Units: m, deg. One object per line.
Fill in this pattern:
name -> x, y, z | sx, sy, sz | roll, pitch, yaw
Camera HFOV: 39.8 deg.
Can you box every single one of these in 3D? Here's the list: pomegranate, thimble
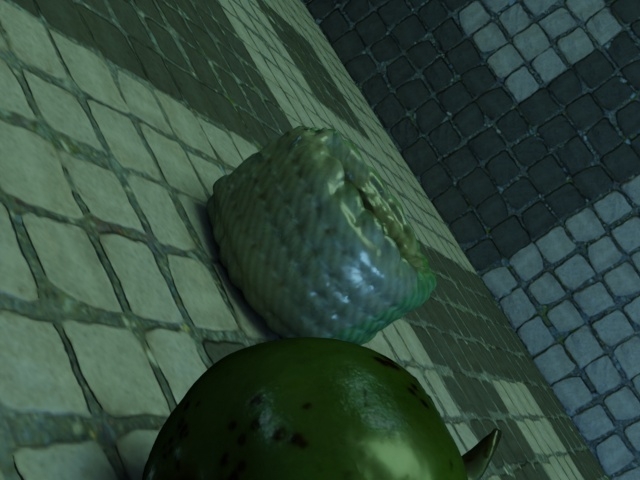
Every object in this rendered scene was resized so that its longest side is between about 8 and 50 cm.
pomegranate -> 0.016, 0.147, 0.483 | 0.224, 0.181, 0.181 | 19, 33, -34
thimble -> 0.000, 0.000, 0.868 | 0.219, 0.150, 0.219 | 51, 15, -19
